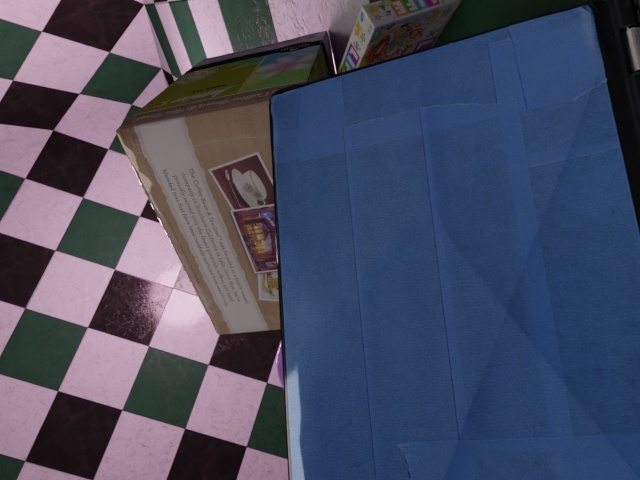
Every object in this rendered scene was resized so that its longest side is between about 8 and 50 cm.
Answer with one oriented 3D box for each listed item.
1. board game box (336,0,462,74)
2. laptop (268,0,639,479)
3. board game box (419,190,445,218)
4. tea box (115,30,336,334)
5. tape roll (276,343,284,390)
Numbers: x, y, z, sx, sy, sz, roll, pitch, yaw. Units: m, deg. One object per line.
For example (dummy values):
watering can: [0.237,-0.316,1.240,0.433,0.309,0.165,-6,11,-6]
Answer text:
board game box: [0.072,-0.201,0.468,0.026,0.104,0.154,62,164,8]
laptop: [0.127,0.017,0.165,0.408,0.237,0.381,138,128,-73]
board game box: [0.190,0.067,0.385,0.144,0.142,0.275,148,96,-87]
tea box: [-0.070,-0.092,0.644,0.323,0.220,0.328,-83,-18,-55]
tape roll: [0.042,0.284,0.980,0.275,0.275,0.090,46,155,47]
